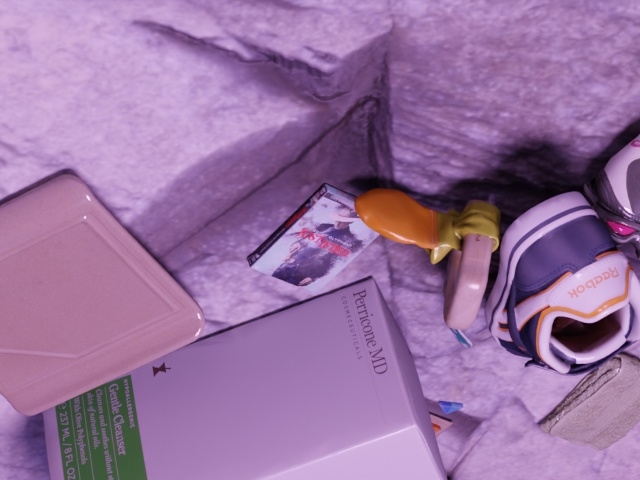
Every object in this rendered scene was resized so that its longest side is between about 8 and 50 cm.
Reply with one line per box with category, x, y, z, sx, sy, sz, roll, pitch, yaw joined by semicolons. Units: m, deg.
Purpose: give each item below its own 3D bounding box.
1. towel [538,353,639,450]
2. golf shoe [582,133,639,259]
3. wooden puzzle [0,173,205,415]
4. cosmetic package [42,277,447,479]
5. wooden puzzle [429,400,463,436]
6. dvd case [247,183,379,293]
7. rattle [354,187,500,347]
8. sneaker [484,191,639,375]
towel;0.328;0.184;1.952;0.110;0.027;0.148;15;131;-32
golf shoe;0.387;-0.030;1.673;0.273;0.105;0.120;13;125;-29
wooden puzzle;-0.256;0.052;1.619;0.221;0.044;0.239;-25;134;13
cosmetic package;-0.075;0.207;1.728;0.365;0.197;0.155;-22;138;6
wooden puzzle;0.102;0.215;1.927;0.078;0.014;0.116;15;131;-31
dvd case;0.000;0.000;1.653;0.087;0.013;0.119;23;125;-36
rattle;0.097;0.032;1.669;0.143;0.130;0.200;-5;165;-7
sneaker;0.235;0.075;1.663;0.126;0.127;0.321;-29;159;-4
